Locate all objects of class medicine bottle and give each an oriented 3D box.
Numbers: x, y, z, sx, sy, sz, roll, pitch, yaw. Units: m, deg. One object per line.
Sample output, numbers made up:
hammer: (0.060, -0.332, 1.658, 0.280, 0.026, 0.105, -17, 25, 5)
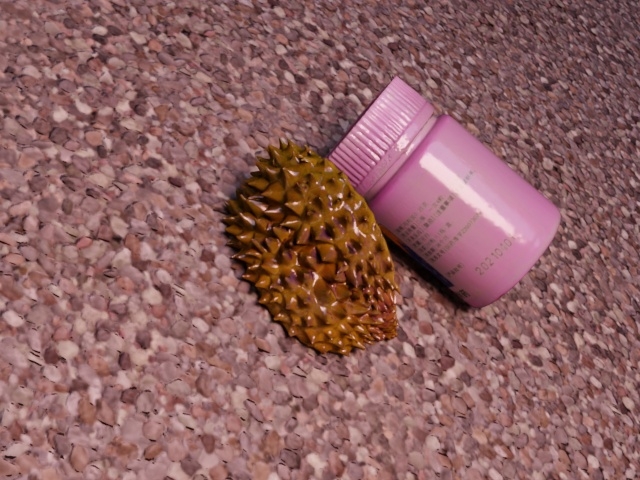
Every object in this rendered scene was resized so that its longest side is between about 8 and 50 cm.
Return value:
medicine bottle: (0.155, -0.063, 1.260, 0.290, 0.178, 0.178, 39, 43, -3)

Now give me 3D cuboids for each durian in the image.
durian: (-0.004, -0.001, 1.116, 0.260, 0.186, 0.153, 39, 35, 15)
